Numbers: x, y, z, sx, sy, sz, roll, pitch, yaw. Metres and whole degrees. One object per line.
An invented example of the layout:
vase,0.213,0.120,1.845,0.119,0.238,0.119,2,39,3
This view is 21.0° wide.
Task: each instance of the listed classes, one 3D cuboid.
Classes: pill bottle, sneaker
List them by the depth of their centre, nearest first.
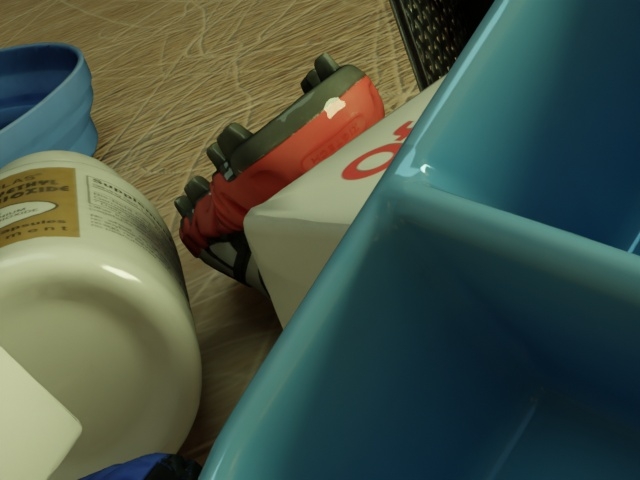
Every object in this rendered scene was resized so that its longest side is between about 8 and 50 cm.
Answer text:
pill bottle,-0.133,0.031,0.877,0.131,0.131,0.229,-21,20,-2
sneaker,0.000,0.000,0.886,0.097,0.135,0.276,-39,1,-12

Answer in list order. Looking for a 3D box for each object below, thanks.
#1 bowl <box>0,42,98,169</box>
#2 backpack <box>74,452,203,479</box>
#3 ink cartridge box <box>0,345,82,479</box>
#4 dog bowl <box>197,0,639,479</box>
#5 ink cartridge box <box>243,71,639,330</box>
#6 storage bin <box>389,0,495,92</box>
bowl,-0.356,-0.043,1.363,0.391,0.077,0.391,-18,21,7
backpack,-0.079,0.134,0.613,0.101,0.098,0.120,-14,22,27
ink cartridge box,-0.193,0.125,0.590,0.203,0.086,0.148,-41,9,30
dog bowl,0.073,0.019,0.405,0.166,0.074,0.297,23,78,54
ink cartridge box,0.212,0.003,0.562,0.285,0.166,0.395,-35,25,-32
storage bin,0.122,-0.085,0.858,0.122,0.180,0.084,-9,24,28
